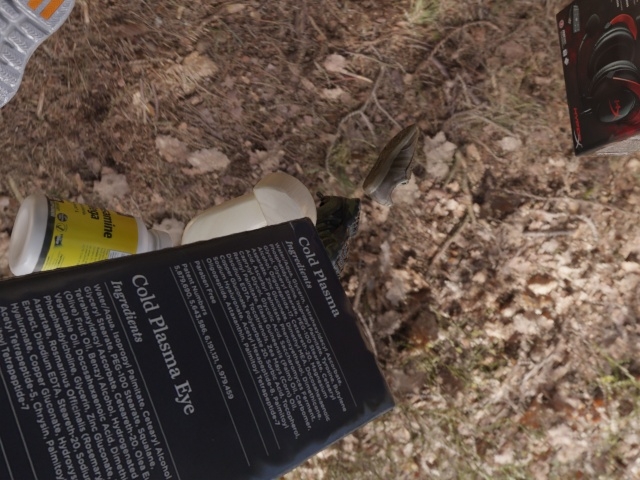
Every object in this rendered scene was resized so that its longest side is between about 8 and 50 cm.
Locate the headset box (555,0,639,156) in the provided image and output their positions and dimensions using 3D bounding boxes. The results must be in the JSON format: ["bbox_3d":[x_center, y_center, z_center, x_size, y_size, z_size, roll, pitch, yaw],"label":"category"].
[{"bbox_3d":[0.431,-0.243,0.752,0.110,0.293,0.218,-4,85,-14],"label":"headset box"}]

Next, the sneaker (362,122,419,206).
[{"bbox_3d":[0.152,-0.147,1.222,0.071,0.066,0.188,43,68,-18],"label":"sneaker"}]

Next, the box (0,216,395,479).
[{"bbox_3d":[-0.177,0.150,0.506,0.312,0.343,0.179,-15,76,-45],"label":"box"}]

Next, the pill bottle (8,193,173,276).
[{"bbox_3d":[-0.528,0.016,1.445,0.333,0.188,0.188,14,107,-38],"label":"pill bottle"}]

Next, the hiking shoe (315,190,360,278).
[{"bbox_3d":[0.000,0.000,1.185,0.114,0.227,0.086,14,140,14],"label":"hiking shoe"}]

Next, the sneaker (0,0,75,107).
[{"bbox_3d":[-0.512,-0.324,0.971,0.321,0.180,0.124,-41,131,2],"label":"sneaker"}]

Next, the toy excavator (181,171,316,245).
[{"bbox_3d":[-0.234,0.093,1.053,0.432,0.222,0.445,7,114,10],"label":"toy excavator"}]
